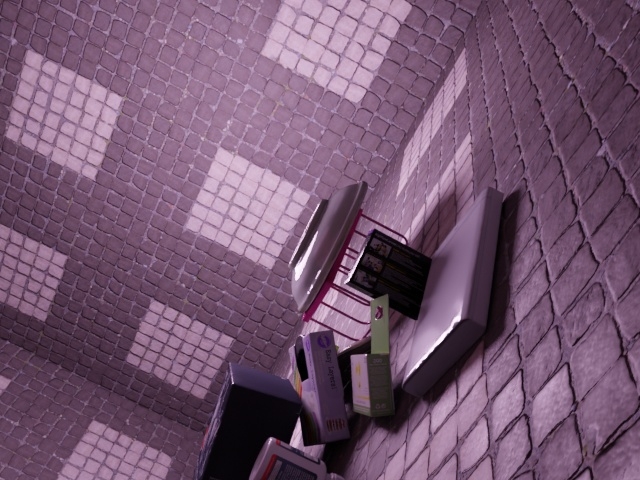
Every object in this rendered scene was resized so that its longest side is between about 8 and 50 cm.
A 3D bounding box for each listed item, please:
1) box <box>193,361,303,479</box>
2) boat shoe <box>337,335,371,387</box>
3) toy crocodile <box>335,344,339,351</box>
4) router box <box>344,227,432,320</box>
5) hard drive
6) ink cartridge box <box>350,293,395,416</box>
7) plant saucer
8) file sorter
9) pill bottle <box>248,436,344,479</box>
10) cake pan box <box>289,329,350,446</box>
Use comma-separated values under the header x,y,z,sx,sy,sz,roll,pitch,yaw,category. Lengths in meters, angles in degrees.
x,y,z,sx,sy,sz,roll,pitch,yaw,category
-0.190,0.497,1.855,0.343,0.178,0.313,173,116,-81,box
0.070,0.327,1.886,0.112,0.096,0.335,-25,-12,-28,boat shoe
0.007,0.364,2.287,0.115,0.105,0.340,-63,9,-7,toy crocodile
0.160,0.074,1.603,0.133,0.178,0.046,-63,7,-12,router box
0.247,0.088,1.371,0.233,0.047,0.353,-59,6,43,hard drive
0.102,0.235,1.521,0.171,0.056,0.235,134,133,-77,ink cartridge box
0.000,0.000,2.042,0.401,0.100,0.400,-63,2,5,plant saucer
0.105,0.102,2.056,0.202,0.182,0.291,-60,5,49,file sorter
-0.047,0.493,1.538,0.108,0.180,0.108,-63,4,8,pill bottle
-0.007,0.359,1.805,0.246,0.070,0.267,134,129,-67,cake pan box
